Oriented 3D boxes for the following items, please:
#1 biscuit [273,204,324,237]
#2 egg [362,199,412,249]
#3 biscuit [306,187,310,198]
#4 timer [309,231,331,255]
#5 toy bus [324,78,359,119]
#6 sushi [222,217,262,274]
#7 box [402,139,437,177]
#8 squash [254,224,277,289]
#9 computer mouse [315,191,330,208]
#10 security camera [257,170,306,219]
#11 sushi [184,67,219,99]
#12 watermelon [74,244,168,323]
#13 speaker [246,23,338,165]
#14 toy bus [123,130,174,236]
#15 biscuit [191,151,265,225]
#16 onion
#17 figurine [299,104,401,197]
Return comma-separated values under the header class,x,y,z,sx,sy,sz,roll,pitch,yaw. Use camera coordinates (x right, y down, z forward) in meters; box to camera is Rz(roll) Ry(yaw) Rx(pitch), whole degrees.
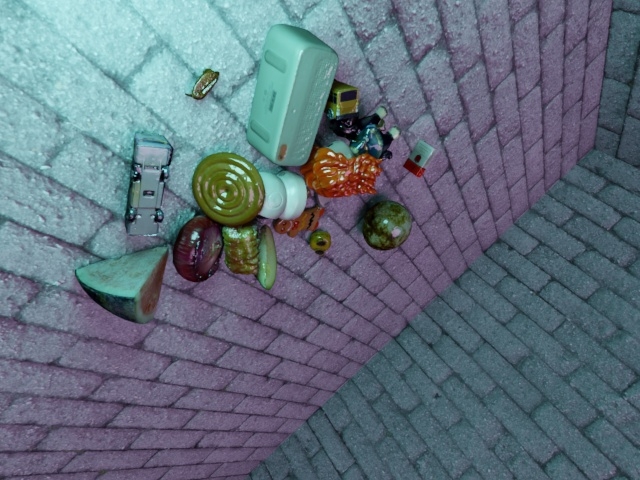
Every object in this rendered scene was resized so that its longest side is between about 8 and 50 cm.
class,x,y,z,sx,sy,sz,roll,pitch,yaw
biscuit,-0.093,-0.077,1.792,0.250,0.036,0.165,-13,137,-38
egg,0.321,-0.067,2.029,0.238,0.238,0.289,-13,158,-32
biscuit,-0.099,-0.167,1.730,0.147,0.018,0.071,-46,142,4
timer,0.000,0.000,1.943,0.107,0.109,0.107,-2,130,-2
toy bus,0.038,-0.490,1.390,0.098,0.201,0.114,-19,129,-27
sushi,-0.295,0.000,1.553,0.139,0.184,0.274,2,128,-5
box,0.477,-0.392,1.953,0.048,0.100,0.152,13,117,-44
squash,-0.208,0.078,1.682,0.169,0.252,0.093,-44,145,3
computer mouse,0.008,-0.187,1.783,0.066,0.039,0.096,-32,116,-26
security camera,-0.191,-0.168,1.509,0.236,0.194,0.195,-4,129,-39
sushi,-0.341,-0.459,1.199,0.052,0.055,0.120,37,89,-42
watermelon,-0.627,0.169,1.410,0.292,0.250,0.283,-34,147,-6
speaker,-0.096,-0.451,1.315,0.183,0.184,0.406,-8,131,-37
toy bus,-0.537,-0.168,1.248,0.112,0.138,0.317,1,127,-36
biscuit,-0.314,-0.169,1.385,0.262,0.037,0.262,2,112,6
onion,-0.446,0.030,1.481,0.161,0.248,0.248,6,130,-4
figurine,0.118,-0.338,1.524,0.306,0.241,0.412,29,80,-28
